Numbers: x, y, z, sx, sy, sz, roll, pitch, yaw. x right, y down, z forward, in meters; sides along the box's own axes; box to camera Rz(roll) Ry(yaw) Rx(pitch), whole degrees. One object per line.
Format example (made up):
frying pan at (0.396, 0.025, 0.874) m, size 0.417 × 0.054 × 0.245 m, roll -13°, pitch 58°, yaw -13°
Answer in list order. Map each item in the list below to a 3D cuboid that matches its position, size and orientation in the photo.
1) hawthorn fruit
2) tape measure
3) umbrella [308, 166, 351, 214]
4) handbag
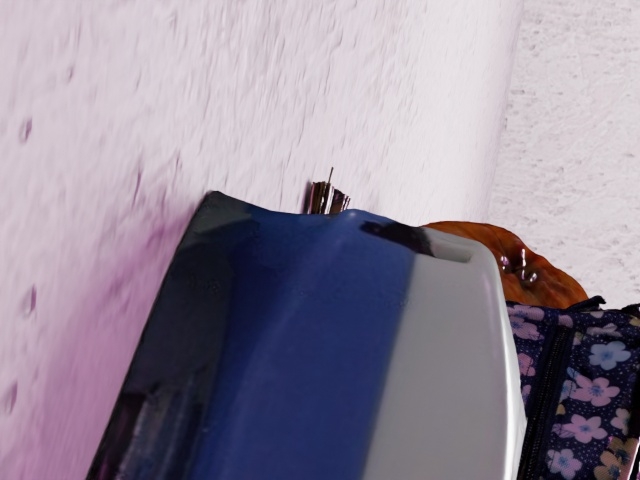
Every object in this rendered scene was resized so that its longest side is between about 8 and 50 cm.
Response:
hawthorn fruit at (0.103, 0.091, 1.131) m, size 0.179 × 0.179 × 0.200 m, roll -67°, pitch -179°, yaw -55°
tape measure at (-0.003, 0.146, 0.603) m, size 0.262 × 0.138 × 0.259 m, roll 88°, pitch 17°, yaw -55°
umbrella at (-0.002, 0.000, 0.814) m, size 0.031 × 0.020 × 0.083 m, roll 66°, pitch 40°, yaw -74°
handbag at (0.076, 0.118, 0.833) m, size 0.127 × 0.207 × 0.229 m, roll 82°, pitch 23°, yaw -51°
